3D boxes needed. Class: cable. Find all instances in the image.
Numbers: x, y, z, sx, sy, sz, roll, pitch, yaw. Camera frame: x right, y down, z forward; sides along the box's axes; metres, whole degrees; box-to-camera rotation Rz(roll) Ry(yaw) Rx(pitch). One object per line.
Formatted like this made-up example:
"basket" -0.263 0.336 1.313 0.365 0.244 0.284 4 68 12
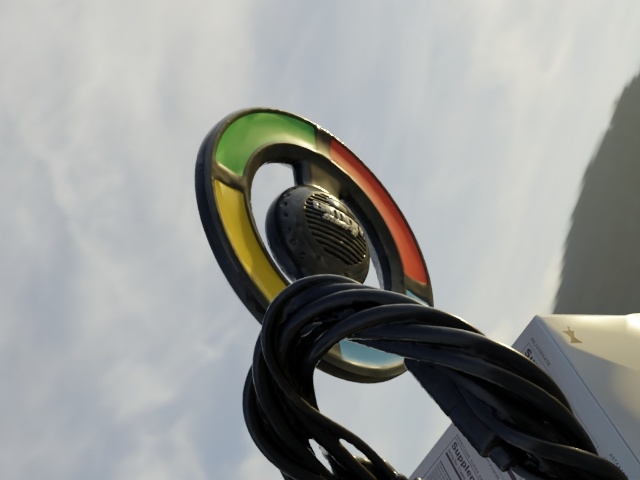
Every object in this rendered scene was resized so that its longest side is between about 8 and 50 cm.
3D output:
"cable" 0.046 0.089 0.526 0.047 0.184 0.150 -47 15 -35

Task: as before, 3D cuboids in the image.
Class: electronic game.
"electronic game" 0.000 0.000 0.979 0.048 0.229 0.229 -37 -1 33

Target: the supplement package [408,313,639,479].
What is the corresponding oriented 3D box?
"supplement package" 0.190 0.208 0.888 0.199 0.198 0.263 3 -48 -37
